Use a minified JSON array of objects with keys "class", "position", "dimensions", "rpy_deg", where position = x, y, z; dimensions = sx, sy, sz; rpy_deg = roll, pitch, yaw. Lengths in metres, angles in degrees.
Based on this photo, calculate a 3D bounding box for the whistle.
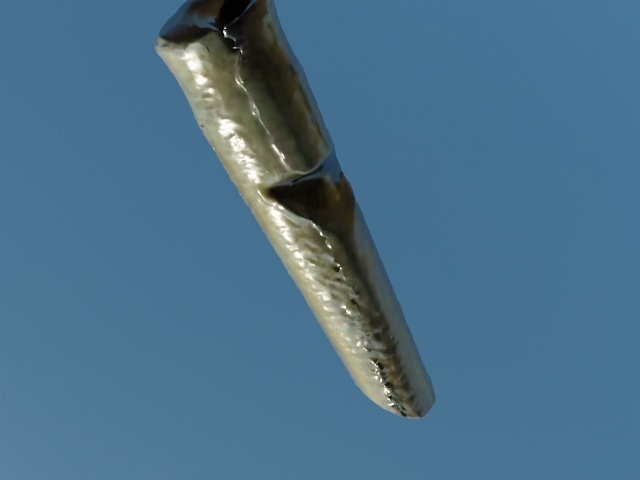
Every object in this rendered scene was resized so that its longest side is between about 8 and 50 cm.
[{"class":"whistle","position":[0.001,-0.001,0.480],"dimensions":[0.057,0.067,0.327],"rpy_deg":[-52,-46,-30]}]
